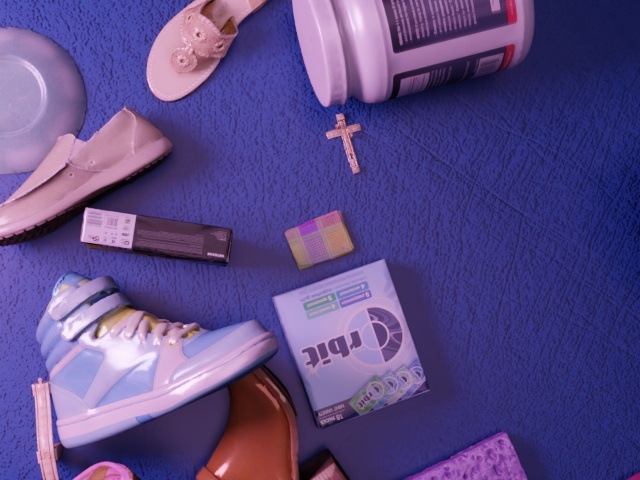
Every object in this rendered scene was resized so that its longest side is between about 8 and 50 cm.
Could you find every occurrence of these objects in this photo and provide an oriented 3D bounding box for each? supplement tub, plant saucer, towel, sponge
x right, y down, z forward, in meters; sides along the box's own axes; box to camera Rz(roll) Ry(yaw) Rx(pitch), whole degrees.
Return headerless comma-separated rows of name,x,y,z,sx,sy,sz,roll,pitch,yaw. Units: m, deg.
supplement tub,0.116,-0.284,1.277,0.272,0.191,0.191,-15,89,-8
plant saucer,-0.403,-0.184,1.290,0.195,0.037,0.195,0,86,-7
towel,0.000,0.000,1.339,0.083,0.009,0.060,-22,90,-7
sponge,0.177,0.352,1.329,0.210,0.031,0.117,-24,90,-7

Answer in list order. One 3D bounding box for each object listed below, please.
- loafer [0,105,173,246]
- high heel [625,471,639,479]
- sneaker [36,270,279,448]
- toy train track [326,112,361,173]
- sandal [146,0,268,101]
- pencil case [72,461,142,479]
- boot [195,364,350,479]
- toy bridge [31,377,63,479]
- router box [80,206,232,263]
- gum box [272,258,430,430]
loafer,-0.320,-0.082,1.267,0.268,0.102,0.092,-31,89,-17
high heel,0.514,0.342,1.324,0.244,0.117,0.082,-1,87,-7
sneaker,-0.217,0.110,1.206,0.319,0.127,0.208,-24,85,20
toy train track,0.037,-0.131,1.349,0.048,0.014,0.083,-16,89,-7
sandal,-0.142,-0.288,1.304,0.088,0.079,0.240,42,83,-3
pencil case,-0.179,0.429,1.166,0.167,0.160,0.386,-46,113,-26
boot,-0.114,0.282,1.274,0.220,0.109,0.283,-35,98,-3
toy bridge,-0.339,0.266,1.257,0.026,0.063,0.188,-9,88,-7
router box,-0.201,-0.002,1.253,0.178,0.133,0.046,8,85,-6
gum box,0.040,0.136,1.320,0.157,0.041,0.184,-18,90,-8
